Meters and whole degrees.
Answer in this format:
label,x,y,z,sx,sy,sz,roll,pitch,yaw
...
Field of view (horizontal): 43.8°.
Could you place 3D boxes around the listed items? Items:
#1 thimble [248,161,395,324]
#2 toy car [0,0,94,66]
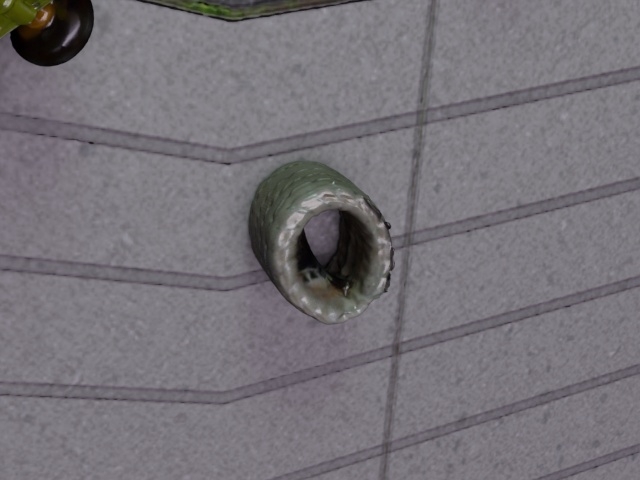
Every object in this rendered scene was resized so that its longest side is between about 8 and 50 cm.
label,x,y,z,sx,sy,sz,roll,pitch,yaw
thimble,0.000,0.000,0.637,0.102,0.090,0.115,-37,117,-3
toy car,-0.247,-0.164,0.438,0.248,0.200,0.142,-30,74,7
